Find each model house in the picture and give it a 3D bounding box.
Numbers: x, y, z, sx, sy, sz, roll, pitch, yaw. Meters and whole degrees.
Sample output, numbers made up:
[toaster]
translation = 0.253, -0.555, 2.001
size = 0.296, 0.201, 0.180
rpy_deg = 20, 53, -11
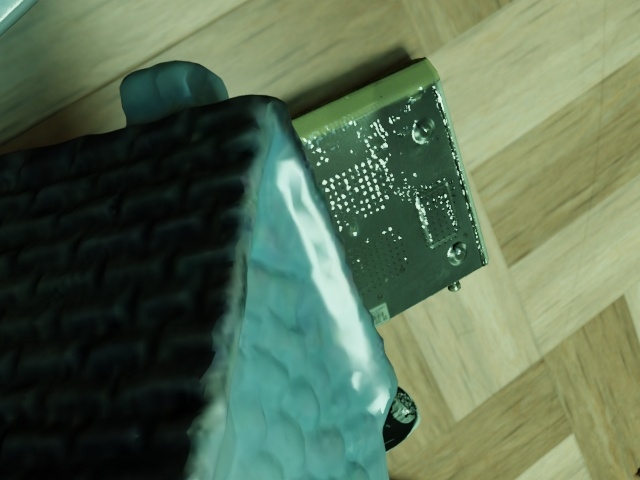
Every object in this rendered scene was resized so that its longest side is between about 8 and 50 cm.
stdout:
[model house]
translation = -0.140, 0.087, 0.500
size = 0.297, 0.360, 0.339
rpy_deg = -6, 88, -62

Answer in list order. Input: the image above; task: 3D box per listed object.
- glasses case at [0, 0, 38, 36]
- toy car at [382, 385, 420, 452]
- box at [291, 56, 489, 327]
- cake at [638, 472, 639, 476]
[glasses case]
translation = -0.213, -0.134, 0.504
size = 0.178, 0.067, 0.045
rpy_deg = -45, 120, -7
[toy car]
translation = 0.003, 0.145, 0.691
size = 0.095, 0.056, 0.205
rpy_deg = -47, 143, 21
[box]
translation = 0.000, 0.000, 0.667
size = 0.270, 0.045, 0.211
rpy_deg = -26, 115, -16
[cake]
translation = 0.458, 0.265, 0.906
size = 0.156, 0.179, 0.261
rpy_deg = -9, 113, -23
